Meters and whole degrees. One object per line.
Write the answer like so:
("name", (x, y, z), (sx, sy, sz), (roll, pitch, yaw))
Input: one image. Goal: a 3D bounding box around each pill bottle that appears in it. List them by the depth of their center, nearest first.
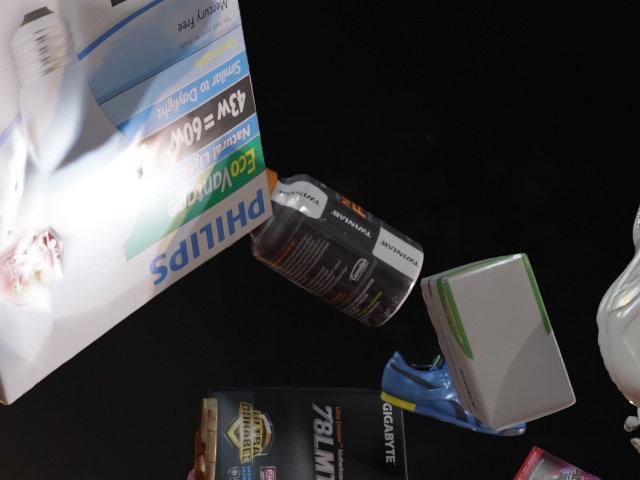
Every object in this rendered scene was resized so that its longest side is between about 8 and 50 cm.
("pill bottle", (0.000, 0.000, 1.617), (0.245, 0.130, 0.130), (32, -30, -13))

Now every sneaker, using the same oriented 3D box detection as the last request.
("sneaker", (0.318, 0.035, 1.104), (0.090, 0.232, 0.115), (23, -21, -14))
("sneaker", (0.188, 0.209, 1.721), (0.209, 0.082, 0.069), (17, 2, 1))

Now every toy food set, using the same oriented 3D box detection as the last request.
("toy food set", (-0.088, 0.169, 0.926), (0.078, 0.019, 0.122), (-119, -149, -79))

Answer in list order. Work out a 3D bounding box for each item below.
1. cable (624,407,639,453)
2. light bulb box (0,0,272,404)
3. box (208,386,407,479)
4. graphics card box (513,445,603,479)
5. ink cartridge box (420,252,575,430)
("cable", (0.563, 0.287, 1.763), (0.257, 0.257, 0.089), (40, -66, 10))
("light bulb box", (-0.256, -0.117, 1.110), (0.225, 0.358, 0.361), (17, -50, 36))
("box", (-0.019, 0.362, 1.828), (0.293, 0.296, 0.073), (1, -27, -5))
("graphics card box", (0.421, 0.506, 2.102), (0.094, 0.233, 0.371), (37, -7, -23))
("ink cartridge box", (0.179, 0.101, 1.315), (0.219, 0.092, 0.160), (119, -47, -88))
